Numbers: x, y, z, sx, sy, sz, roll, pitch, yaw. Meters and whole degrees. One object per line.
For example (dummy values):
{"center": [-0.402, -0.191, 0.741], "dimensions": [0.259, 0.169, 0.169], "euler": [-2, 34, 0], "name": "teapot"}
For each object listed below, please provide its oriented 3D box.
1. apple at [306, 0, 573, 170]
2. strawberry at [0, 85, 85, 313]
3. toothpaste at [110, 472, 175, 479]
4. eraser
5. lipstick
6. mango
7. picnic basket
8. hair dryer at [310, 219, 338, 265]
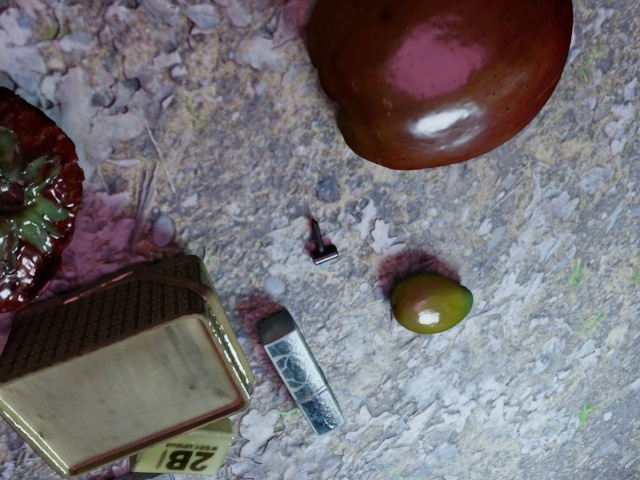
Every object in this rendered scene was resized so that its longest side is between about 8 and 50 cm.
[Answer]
{"center": [0.170, -0.276, 0.700], "dimensions": [0.364, 0.295, 0.329], "euler": [-31, 87, -4], "name": "apple"}
{"center": [-0.421, -0.042, 0.540], "dimensions": [0.274, 0.220, 0.275], "euler": [-11, 104, -52], "name": "strawberry"}
{"center": [-0.388, 0.485, 0.948], "dimensions": [0.196, 0.040, 0.047], "euler": [-14, 117, -14], "name": "toothpaste"}
{"center": [-0.266, 0.392, 0.933], "dimensions": [0.172, 0.058, 0.117], "euler": [19, 109, -29], "name": "eraser"}
{"center": [-0.036, 0.261, 0.940], "dimensions": [0.077, 0.076, 0.290], "euler": [-26, 121, -4], "name": "lipstick"}
{"center": [0.227, 0.125, 0.965], "dimensions": [0.194, 0.092, 0.130], "euler": [-5, 117, -29], "name": "mango"}
{"center": [-0.281, 0.180, 0.744], "dimensions": [0.312, 0.175, 0.228], "euler": [-20, 124, -6], "name": "picnic basket"}
{"center": [0.000, 0.000, 0.844], "dimensions": [0.047, 0.026, 0.083], "euler": [-21, 116, -12], "name": "hair dryer"}
